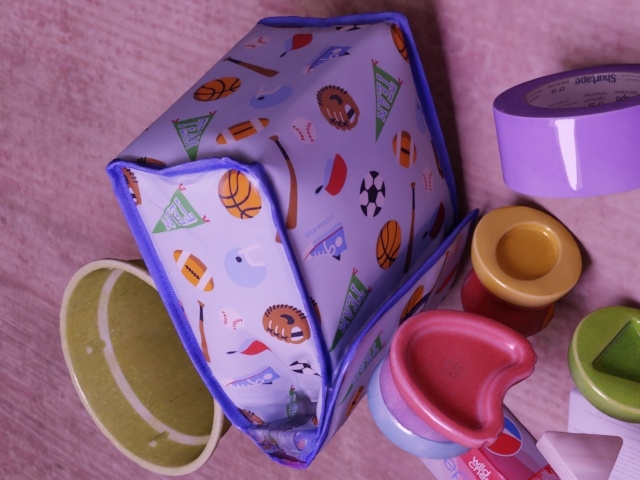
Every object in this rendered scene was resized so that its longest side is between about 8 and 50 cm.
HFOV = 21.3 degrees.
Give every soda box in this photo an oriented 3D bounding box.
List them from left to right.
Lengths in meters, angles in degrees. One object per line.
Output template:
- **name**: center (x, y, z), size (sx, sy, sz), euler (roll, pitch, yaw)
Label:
- **soda box**: center (0.160, 0.219, 1.982), size (0.263, 0.083, 0.092), euler (49, 136, 16)

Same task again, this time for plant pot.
- **plant pot**: center (-0.134, 0.111, 2.088), size (0.276, 0.254, 0.276), euler (21, 123, 37)

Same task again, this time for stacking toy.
- **stacking toy**: center (0.212, 0.146, 1.764), size (0.279, 0.309, 0.130), euler (37, 142, 11)

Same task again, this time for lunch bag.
- **lunch bag**: center (0.000, 0.000, 1.797), size (0.239, 0.328, 0.385), euler (4, 125, 35)

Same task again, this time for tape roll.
- **tape roll**: center (0.264, -0.108, 1.637), size (0.189, 0.189, 0.080), euler (7, 115, 42)

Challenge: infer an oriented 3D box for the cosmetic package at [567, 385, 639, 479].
- **cosmetic package**: center (0.331, 0.260, 1.837), size (0.117, 0.085, 0.231), euler (22, 127, 35)
